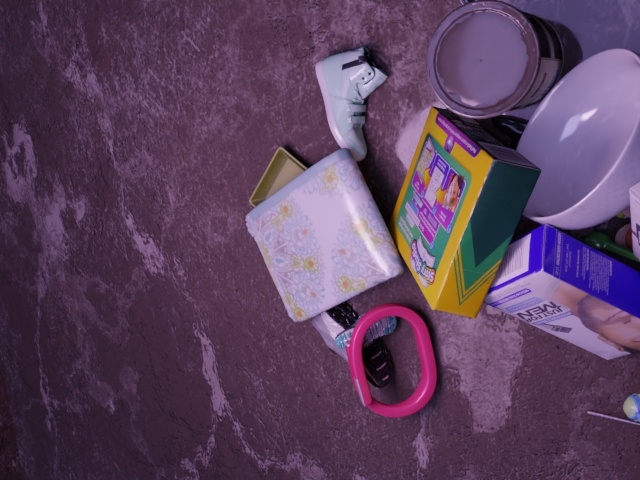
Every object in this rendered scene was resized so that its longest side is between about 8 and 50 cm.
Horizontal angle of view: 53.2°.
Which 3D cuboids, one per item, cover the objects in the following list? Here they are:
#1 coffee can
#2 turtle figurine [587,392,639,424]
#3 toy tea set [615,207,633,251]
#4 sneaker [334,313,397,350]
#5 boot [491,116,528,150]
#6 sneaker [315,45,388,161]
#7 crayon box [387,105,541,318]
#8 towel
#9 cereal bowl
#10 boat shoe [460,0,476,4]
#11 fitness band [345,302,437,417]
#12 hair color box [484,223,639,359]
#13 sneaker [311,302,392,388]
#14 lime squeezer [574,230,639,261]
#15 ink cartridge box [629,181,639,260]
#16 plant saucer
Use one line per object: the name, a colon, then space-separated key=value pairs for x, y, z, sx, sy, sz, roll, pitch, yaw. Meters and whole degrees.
coffee can: x=0.343 y=-0.344 z=1.230 sx=0.201 sy=0.275 sz=0.201 roll=8 pitch=107 yaw=27
turtle figurine: x=0.732 y=0.320 z=1.293 sx=0.266 sy=0.275 sz=0.197 roll=14 pitch=88 yaw=5
toy tea set: x=0.668 y=-0.124 z=1.226 sx=0.200 sy=0.124 sz=0.336 roll=27 pitch=115 yaw=-12
sneaker: x=0.106 y=0.221 z=1.597 sx=0.076 sy=0.166 sz=0.065 roll=-146 pitch=40 yaw=-62
boot: x=0.412 y=-0.206 z=1.364 sx=0.121 sy=0.045 sz=0.099 roll=19 pitch=108 yaw=17
sneaker: x=0.093 y=-0.320 z=1.486 sx=0.151 sy=0.094 sz=0.256 roll=-16 pitch=96 yaw=29
crayon box: x=0.271 y=-0.072 z=1.309 sx=0.106 sy=0.363 sz=0.313 roll=10 pitch=114 yaw=-14
towel: x=0.000 y=0.000 z=1.549 sx=0.374 sy=0.090 sz=0.320 roll=-31 pitch=82 yaw=40
cereal bowl: x=0.511 y=-0.167 z=1.176 sx=0.141 sy=0.339 sz=0.339 roll=24 pitch=119 yaw=-16
boat shoe: x=0.317 y=-0.511 z=1.339 sx=0.125 sy=0.038 sz=0.046 roll=51 pitch=121 yaw=9
fitness band: x=0.175 y=0.295 z=1.557 sx=0.054 sy=0.209 sz=0.290 roll=-152 pitch=47 yaw=-71
hair color box: x=0.498 y=0.109 z=1.232 sx=0.339 sy=0.110 sz=0.185 roll=23 pitch=150 yaw=-16
sneaker: x=0.081 y=0.271 z=1.658 sx=0.271 sy=0.100 sz=0.108 roll=50 pitch=130 yaw=16
lime squeezer: x=0.555 y=0.045 z=1.323 sx=0.310 sy=0.059 sz=0.110 roll=-35 pitch=77 yaw=55
ink cartridge box: x=0.624 y=-0.044 z=1.071 sx=0.172 sy=0.237 sz=0.100 roll=-34 pitch=53 yaw=7
plant saucer: x=-0.070 y=-0.118 z=1.659 sx=0.188 sy=0.045 sz=0.188 roll=41 pitch=120 yaw=14
